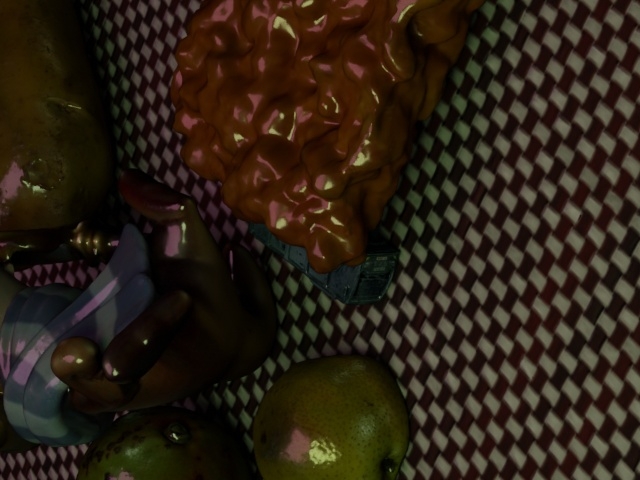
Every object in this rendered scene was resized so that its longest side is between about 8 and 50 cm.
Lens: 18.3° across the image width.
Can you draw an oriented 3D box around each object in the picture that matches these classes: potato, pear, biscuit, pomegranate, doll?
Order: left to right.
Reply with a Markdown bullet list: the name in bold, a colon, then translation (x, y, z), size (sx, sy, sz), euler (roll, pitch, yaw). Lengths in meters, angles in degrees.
- **potato**: translation (-0.302, -0.139, 2.024), size (0.195, 0.176, 0.369), euler (73, -173, -65)
- **doll**: translation (-0.211, 0.067, 1.740), size (0.339, 0.318, 0.209), euler (-19, 101, 27)
- **pomegranate**: translation (-0.141, 0.240, 1.808), size (0.159, 0.159, 0.205), euler (53, 154, 38)
- **biscuit**: translation (-0.007, -0.164, 1.636), size (0.318, 0.110, 0.312), euler (38, 109, 46)
- **pear**: translation (-0.001, 0.163, 1.662), size (0.141, 0.104, 0.141), euler (2, 92, 48)

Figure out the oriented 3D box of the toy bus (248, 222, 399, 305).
- **toy bus**: translation (0.000, 0.000, 1.707), size (0.166, 0.047, 0.065), euler (36, 119, 47)
